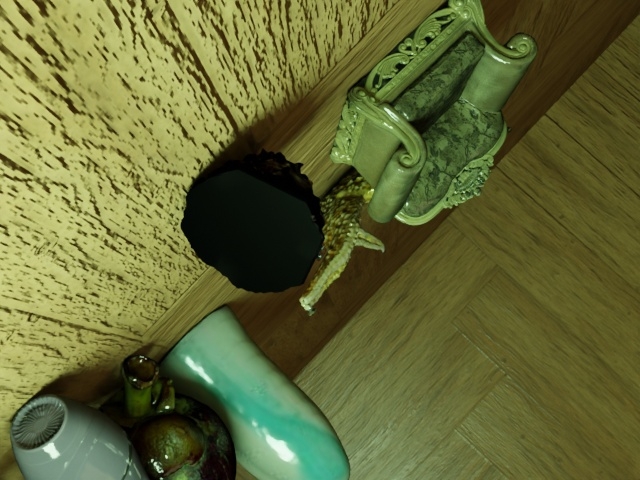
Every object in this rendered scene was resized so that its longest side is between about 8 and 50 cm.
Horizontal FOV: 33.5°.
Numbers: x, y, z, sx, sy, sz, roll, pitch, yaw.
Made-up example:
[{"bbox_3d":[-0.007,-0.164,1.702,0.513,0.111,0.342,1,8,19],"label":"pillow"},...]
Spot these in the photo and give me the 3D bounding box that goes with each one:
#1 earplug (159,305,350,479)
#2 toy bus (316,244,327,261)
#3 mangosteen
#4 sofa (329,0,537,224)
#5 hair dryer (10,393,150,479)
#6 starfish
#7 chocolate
[{"bbox_3d":[-0.090,0.274,1.612,0.185,0.324,0.185,-46,172,-8],"label":"earplug"},{"bbox_3d":[0.000,0.000,1.790,0.043,0.031,0.110,-51,173,-16],"label":"toy bus"},{"bbox_3d":[-0.227,0.274,1.443,0.231,0.231,0.289,-35,131,-55],"label":"mangosteen"},{"bbox_3d":[0.155,-0.152,1.340,0.258,0.182,0.200,-44,170,-17],"label":"sofa"},{"bbox_3d":[-0.305,0.375,1.170,0.361,0.121,0.301,-59,143,-28],"label":"hair dryer"},{"bbox_3d":[0.091,-0.055,1.574,0.384,0.132,0.398,-38,180,-4],"label":"starfish"},{"bbox_3d":[-0.054,-0.043,1.082,0.156,0.156,0.133,-54,-172,41],"label":"chocolate"}]
